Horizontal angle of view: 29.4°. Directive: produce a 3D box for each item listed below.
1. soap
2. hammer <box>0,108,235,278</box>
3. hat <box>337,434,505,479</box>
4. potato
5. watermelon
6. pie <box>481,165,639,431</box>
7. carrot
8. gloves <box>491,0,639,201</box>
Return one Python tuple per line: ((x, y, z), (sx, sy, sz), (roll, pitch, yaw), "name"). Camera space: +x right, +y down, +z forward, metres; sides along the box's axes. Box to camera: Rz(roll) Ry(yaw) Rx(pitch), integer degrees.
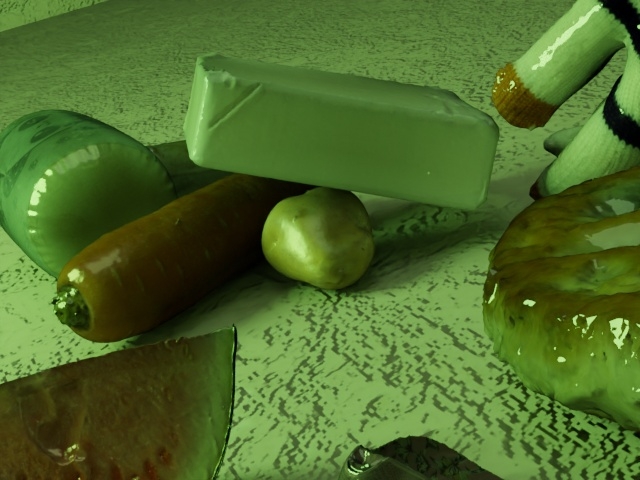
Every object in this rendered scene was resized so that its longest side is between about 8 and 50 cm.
((0.009, -0.072, 0.769), (0.183, 0.064, 0.121), (9, 13, -10), "soap")
((-0.087, -0.054, 0.908), (0.305, 0.113, 0.202), (-13, 21, -23), "hammer")
((0.043, 0.103, 0.462), (0.087, 0.042, 0.058), (14, 5, -43), "hat")
((0.000, 0.000, 0.745), (0.068, 0.062, 0.083), (-41, 46, 5), "potato")
((-0.104, 0.101, 0.522), (0.163, 0.087, 0.069), (-15, -12, -5), "watermelon")
((0.216, 0.006, 0.532), (0.315, 0.092, 0.315), (-15, 14, 4), "pie")
((-0.077, 0.001, 0.772), (0.067, 0.067, 0.225), (2, 24, 39), "carrot")
((0.200, -0.087, 0.702), (0.140, 0.219, 0.131), (-3, 45, -40), "gloves")
